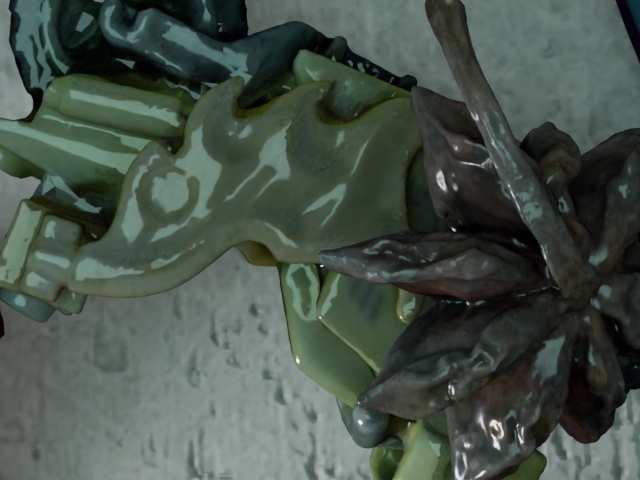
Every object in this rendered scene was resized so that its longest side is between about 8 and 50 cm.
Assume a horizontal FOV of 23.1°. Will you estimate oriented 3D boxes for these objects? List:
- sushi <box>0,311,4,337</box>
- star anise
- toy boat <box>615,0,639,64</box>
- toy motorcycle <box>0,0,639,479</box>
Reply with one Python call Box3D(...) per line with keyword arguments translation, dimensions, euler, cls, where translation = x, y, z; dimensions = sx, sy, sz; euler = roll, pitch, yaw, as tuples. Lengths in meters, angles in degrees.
Box3D(translation=(-0.383, 0.042, 0.837), dimensions=(0.417, 0.176, 0.417), euler=(2, 56, -2), cls="sushi")
Box3D(translation=(0.096, 0.007, 0.726), dimensions=(0.231, 0.089, 0.209), euler=(48, 67, -29), cls="star anise")
Box3D(translation=(0.195, -0.170, 0.828), dimensions=(0.079, 0.136, 0.392), euler=(-19, 88, 47), cls="toy boat")
Box3D(translation=(0.000, 0.000, 0.835), dimensions=(0.410, 0.169, 0.237), euler=(29, 87, -4), cls="toy motorcycle")
